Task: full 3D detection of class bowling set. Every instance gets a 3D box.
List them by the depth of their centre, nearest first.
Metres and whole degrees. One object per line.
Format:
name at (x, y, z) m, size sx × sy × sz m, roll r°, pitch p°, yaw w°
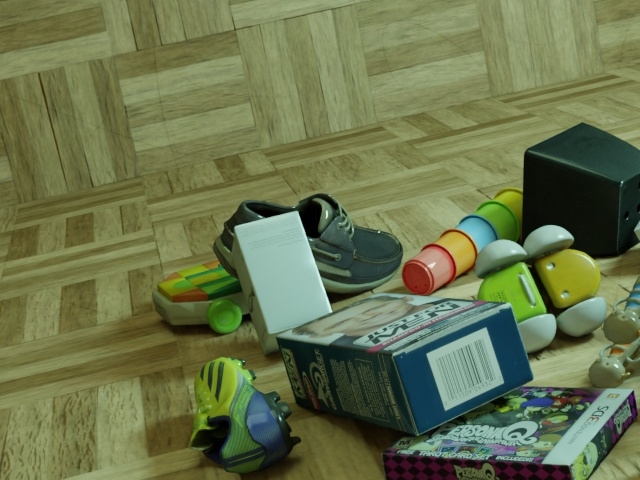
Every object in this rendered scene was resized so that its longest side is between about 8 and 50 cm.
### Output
bowling set at (0.401, 0.095, 1.577) m, size 0.287 × 0.200 × 0.154 m, roll -2°, pitch 40°, yaw 53°

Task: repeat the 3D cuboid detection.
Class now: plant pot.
plant pot at (0.454, -0.070, 2.246) m, size 0.167 × 0.188 × 0.187 m, roll 19°, pitch 30°, yaw 38°

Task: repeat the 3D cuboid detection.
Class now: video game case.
video game case at (0.219, 0.223, 1.556) m, size 0.232 × 0.042 × 0.210 m, roll -2°, pitch 16°, yaw 33°

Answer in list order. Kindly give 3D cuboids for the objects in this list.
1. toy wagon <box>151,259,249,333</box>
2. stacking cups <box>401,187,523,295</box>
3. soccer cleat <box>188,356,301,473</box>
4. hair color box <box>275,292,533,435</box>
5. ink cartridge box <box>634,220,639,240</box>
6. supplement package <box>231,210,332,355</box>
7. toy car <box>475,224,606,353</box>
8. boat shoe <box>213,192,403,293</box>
toy wagon at (-0.111, 0.070, 2.337) m, size 0.344 × 0.068 × 0.267 m, roll -17°, pitch 16°, yaw -18°
stacking cups at (0.245, -0.001, 2.275) m, size 0.096 × 0.096 × 0.316 m, roll 2°, pitch 19°, yaw 41°
soccer cleat at (-0.126, 0.222, 1.733) m, size 0.121 × 0.093 × 0.289 m, roll -23°, pitch 17°, yaw -17°
hair color box at (0.094, 0.146, 1.708) m, size 0.174 × 0.105 × 0.347 m, roll -21°, pitch 8°, yaw -23°
ink cartridge box at (0.593, -0.044, 2.082) m, size 0.191 × 0.082 × 0.139 m, roll -31°, pitch 4°, yaw 29°
supplement package at (-0.060, 0.065, 2.049) m, size 0.105 × 0.179 × 0.105 m, roll -14°, pitch -22°, yaw -13°
toy car at (0.297, 0.078, 1.896) m, size 0.182 × 0.159 × 0.136 m, roll -17°, pitch -19°, yaw -17°
boat shoe at (0.000, 0.000, 2.225) m, size 0.355 × 0.130 × 0.132 m, roll 1°, pitch 36°, yaw -36°
